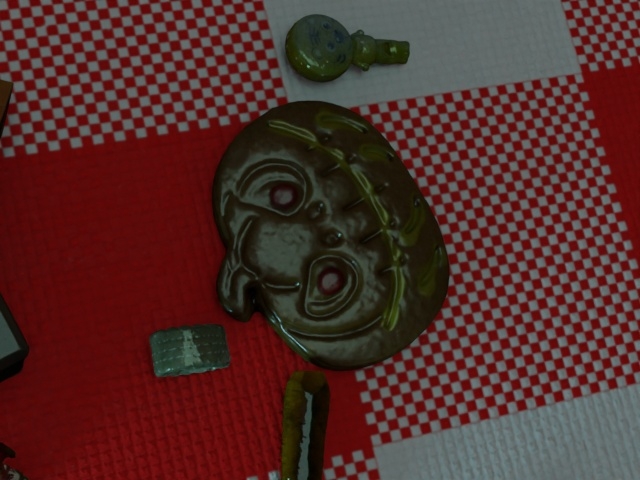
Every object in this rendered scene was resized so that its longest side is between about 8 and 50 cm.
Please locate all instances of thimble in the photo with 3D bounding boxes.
[{"bbox_3d":[-0.175,0.149,1.701,0.110,0.084,0.062,-3,78,-30],"label":"thimble"}]

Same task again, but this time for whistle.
[{"bbox_3d":[0.040,-0.287,1.897,0.198,0.057,0.104,-1,71,-24],"label":"whistle"}]

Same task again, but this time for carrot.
[{"bbox_3d":[-0.023,0.334,1.713,0.066,0.066,0.314,5,78,-15],"label":"carrot"}]

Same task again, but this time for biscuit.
[{"bbox_3d":[0.002,-0.002,1.798,0.350,0.070,0.394,-35,88,-21],"label":"biscuit"}]

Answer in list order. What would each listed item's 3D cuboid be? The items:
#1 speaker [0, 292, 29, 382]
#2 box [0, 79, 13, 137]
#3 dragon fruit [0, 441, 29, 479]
[{"bbox_3d":[-0.496,0.091,1.587,0.192,0.153,0.231,-27,85,-22],"label":"speaker"},{"bbox_3d":[-0.502,-0.139,1.599,0.174,0.076,0.274,15,28,-13],"label":"box"},{"bbox_3d":[-0.446,0.313,1.487,0.198,0.269,0.200,-9,45,21],"label":"dragon fruit"}]
